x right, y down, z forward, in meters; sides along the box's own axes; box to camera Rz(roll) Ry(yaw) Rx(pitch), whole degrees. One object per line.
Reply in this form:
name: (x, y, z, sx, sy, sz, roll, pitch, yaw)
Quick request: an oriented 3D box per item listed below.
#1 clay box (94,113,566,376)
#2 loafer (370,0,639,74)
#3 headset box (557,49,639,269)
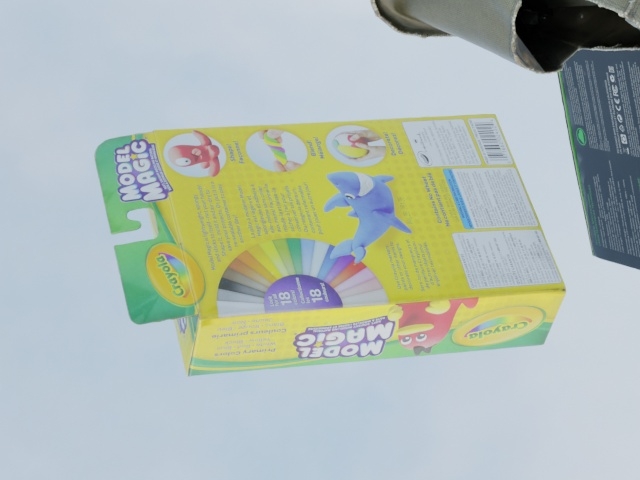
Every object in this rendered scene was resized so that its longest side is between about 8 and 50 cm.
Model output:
clay box: (0.000, 0.000, 0.929, 0.222, 0.053, 0.127, -4, -130, -15)
loafer: (0.125, -0.159, 1.163, 0.094, 0.251, 0.087, 42, -119, -39)
headset box: (0.334, -0.132, 1.363, 0.283, 0.131, 0.246, -19, -74, -20)
